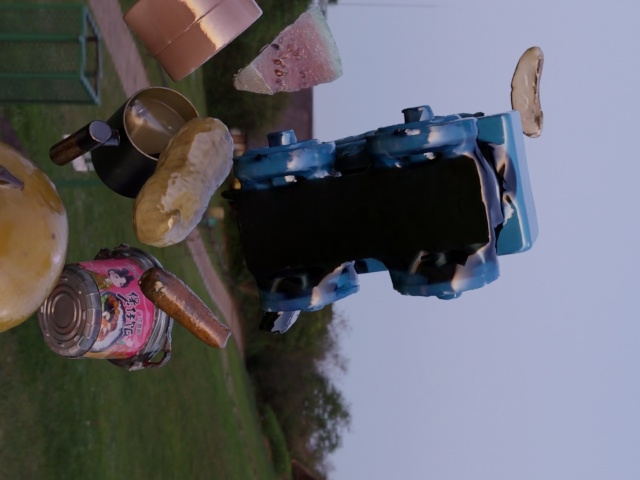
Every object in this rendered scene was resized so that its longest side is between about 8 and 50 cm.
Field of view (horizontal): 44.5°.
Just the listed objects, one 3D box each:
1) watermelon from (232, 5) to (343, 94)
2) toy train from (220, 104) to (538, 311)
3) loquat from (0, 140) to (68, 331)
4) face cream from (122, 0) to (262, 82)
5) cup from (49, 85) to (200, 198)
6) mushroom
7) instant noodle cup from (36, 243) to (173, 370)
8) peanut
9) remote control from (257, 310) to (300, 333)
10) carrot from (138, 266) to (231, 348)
[{"bbox_3d":[-0.072,-0.356,1.578,0.094,0.241,0.154,-24,-81,52],"label":"watermelon"},{"bbox_3d":[0.059,-0.039,0.820,0.265,0.300,0.188,-30,110,-67],"label":"toy train"},{"bbox_3d":[-0.531,-0.018,1.137,0.359,0.329,0.328,131,-39,-55],"label":"loquat"},{"bbox_3d":[-0.163,-0.288,1.000,0.104,0.149,0.149,51,7,-18],"label":"face cream"},{"bbox_3d":[-0.332,-0.157,1.386,0.166,0.239,0.177,55,-32,-6],"label":"cup"},{"bbox_3d":[0.471,-0.328,1.774,0.094,0.072,0.209,12,79,-65],"label":"mushroom"},{"bbox_3d":[-0.451,0.140,1.586,0.302,0.182,0.258,39,-70,29],"label":"instant noodle cup"},{"bbox_3d":[-0.171,-0.072,0.987,0.099,0.100,0.214,95,6,-46],"label":"peanut"},{"bbox_3d":[0.000,0.000,1.476,0.398,0.062,0.144,-63,174,14],"label":"remote control"},{"bbox_3d":[-0.216,0.110,1.263,0.186,0.060,0.060,45,16,-24],"label":"carrot"}]
